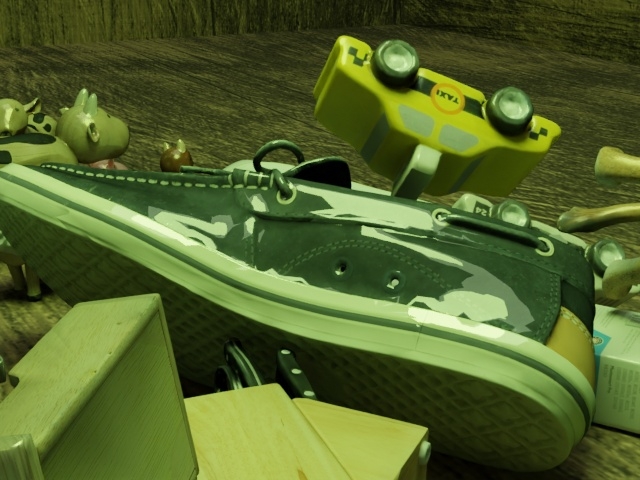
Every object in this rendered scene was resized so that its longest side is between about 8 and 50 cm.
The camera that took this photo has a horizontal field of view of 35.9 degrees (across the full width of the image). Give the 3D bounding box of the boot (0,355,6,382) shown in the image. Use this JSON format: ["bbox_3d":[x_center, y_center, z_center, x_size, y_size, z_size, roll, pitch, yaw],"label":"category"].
[{"bbox_3d":[-0.397,0.082,0.759,0.263,0.091,0.229,-15,31,-24],"label":"boot"}]

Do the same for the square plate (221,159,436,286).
[{"bbox_3d":[0.000,0.000,0.988,0.344,0.049,0.347,17,23,13],"label":"square plate"}]

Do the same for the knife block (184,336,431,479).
[{"bbox_3d":[-0.070,0.149,0.571,0.242,0.088,0.276,8,20,22],"label":"knife block"}]

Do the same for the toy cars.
[{"bbox_3d":[0.135,-0.019,0.824,0.176,0.394,0.087,-3,56,38],"label":"toy cars"}]

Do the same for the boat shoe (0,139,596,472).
[{"bbox_3d":[-0.031,0.022,0.751,0.500,0.187,0.156,14,56,21],"label":"boat shoe"}]

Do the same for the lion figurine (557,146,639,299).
[{"bbox_3d":[0.373,0.029,0.768,0.240,0.142,0.392,17,8,43],"label":"lion figurine"}]

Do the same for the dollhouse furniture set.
[{"bbox_3d":[-0.195,0.109,0.423,0.242,0.212,0.161,-8,16,9],"label":"dollhouse furniture set"}]

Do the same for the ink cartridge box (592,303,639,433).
[{"bbox_3d":[0.278,0.107,0.751,0.180,0.060,0.104,11,20,28],"label":"ink cartridge box"}]

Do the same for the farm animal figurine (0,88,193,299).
[{"bbox_3d":[-0.308,-0.083,1.107,0.330,0.172,0.327,14,23,34],"label":"farm animal figurine"}]
